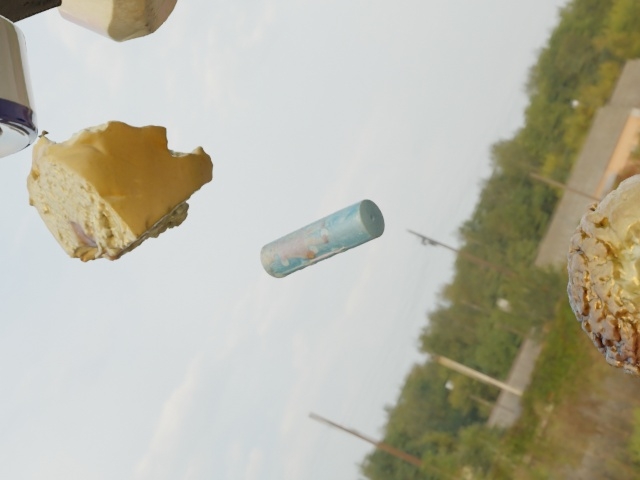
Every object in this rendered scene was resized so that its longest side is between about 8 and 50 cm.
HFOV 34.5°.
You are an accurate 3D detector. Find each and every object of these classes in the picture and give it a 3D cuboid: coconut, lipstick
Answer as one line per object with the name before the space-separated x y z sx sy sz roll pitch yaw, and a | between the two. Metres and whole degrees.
coconut | -0.376 -0.478 1.848 0.241 0.241 0.241 -58 -17 -29
lipstick | 0.000 0.000 1.198 0.158 0.048 0.048 -24 15 36

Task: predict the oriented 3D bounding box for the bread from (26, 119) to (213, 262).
bread | -0.297 -0.091 1.469 0.184 0.211 0.224 -41 1 44

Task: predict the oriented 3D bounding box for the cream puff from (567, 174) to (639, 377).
cream puff | 0.528 0.075 1.701 0.343 0.231 0.327 59 -163 -21

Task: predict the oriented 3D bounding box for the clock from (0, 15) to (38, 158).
clock | -0.306 -0.093 0.669 0.230 0.231 0.083 12 -112 -75

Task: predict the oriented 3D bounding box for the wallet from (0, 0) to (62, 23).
wallet | -0.395 -0.280 1.096 0.317 0.044 0.169 -40 -26 -45
